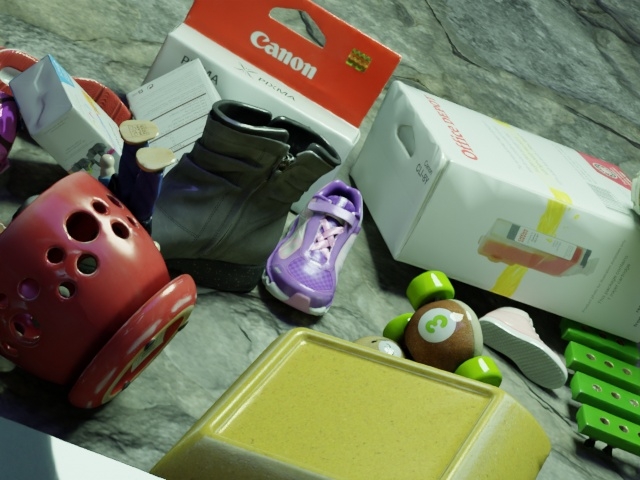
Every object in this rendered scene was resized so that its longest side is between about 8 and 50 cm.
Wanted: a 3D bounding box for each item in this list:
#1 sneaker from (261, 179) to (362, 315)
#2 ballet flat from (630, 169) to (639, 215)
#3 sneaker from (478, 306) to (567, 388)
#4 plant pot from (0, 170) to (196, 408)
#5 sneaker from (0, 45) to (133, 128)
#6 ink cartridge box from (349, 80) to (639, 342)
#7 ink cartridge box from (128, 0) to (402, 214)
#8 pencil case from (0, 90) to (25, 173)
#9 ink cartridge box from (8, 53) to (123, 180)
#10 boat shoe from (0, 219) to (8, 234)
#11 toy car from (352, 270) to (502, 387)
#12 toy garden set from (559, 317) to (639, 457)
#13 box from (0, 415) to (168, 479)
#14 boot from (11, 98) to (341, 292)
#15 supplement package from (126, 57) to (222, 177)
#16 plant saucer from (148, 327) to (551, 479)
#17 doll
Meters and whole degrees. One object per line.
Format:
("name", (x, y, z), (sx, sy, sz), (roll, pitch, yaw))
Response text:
("sneaker", (0.000, 0.000, 1.990), (0.095, 0.104, 0.236), (31, 30, -5))
("ballet flat", (0.470, -0.061, 2.140), (0.123, 0.123, 0.348), (46, 25, 25))
("sneaker", (0.267, 0.131, 2.095), (0.134, 0.051, 0.070), (35, 34, 15))
("plant pot", (-0.232, 0.057, 1.598), (0.174, 0.191, 0.191), (44, 30, 5))
("sneaker", (-0.329, -0.181, 1.978), (0.221, 0.087, 0.128), (36, -1, -39))
("ink cartridge box", (0.259, -0.041, 2.204), (0.385, 0.160, 0.279), (19, 20, -21))
("ink cartridge box", (-0.071, -0.196, 2.085), (0.275, 0.239, 0.060), (31, 27, -1))
("pencil case", (-0.437, -0.139, 1.809), (0.209, 0.095, 0.098), (13, 61, -27))
("ink cartridge box", (-0.267, -0.115, 1.867), (0.181, 0.061, 0.104), (49, 8, -48))
("boat shoe", (-0.450, -0.047, 1.616), (0.324, 0.116, 0.123), (19, 31, -22))
("toy car", (0.077, 0.136, 1.832), (0.188, 0.149, 0.155), (-4, 50, -30))
("toy garden set", (0.403, 0.213, 2.105), (0.204, 0.049, 0.244), (22, 29, -11))
("box", (-0.209, 0.304, 1.099), (0.343, 0.312, 0.179), (23, 30, -15))
("boot", (-0.158, -0.066, 1.815), (0.338, 0.222, 0.118), (4, 40, -40))
("supplement package", (-0.150, -0.114, 1.982), (0.105, 0.105, 0.179), (62, 2, -45))
("plant saucer", (0.033, 0.197, 1.601), (0.333, 0.081, 0.333), (17, 29, 17))
("doll", (-0.198, -0.041, 1.681), (0.046, 0.189, 0.129), (-15, 57, -31))
